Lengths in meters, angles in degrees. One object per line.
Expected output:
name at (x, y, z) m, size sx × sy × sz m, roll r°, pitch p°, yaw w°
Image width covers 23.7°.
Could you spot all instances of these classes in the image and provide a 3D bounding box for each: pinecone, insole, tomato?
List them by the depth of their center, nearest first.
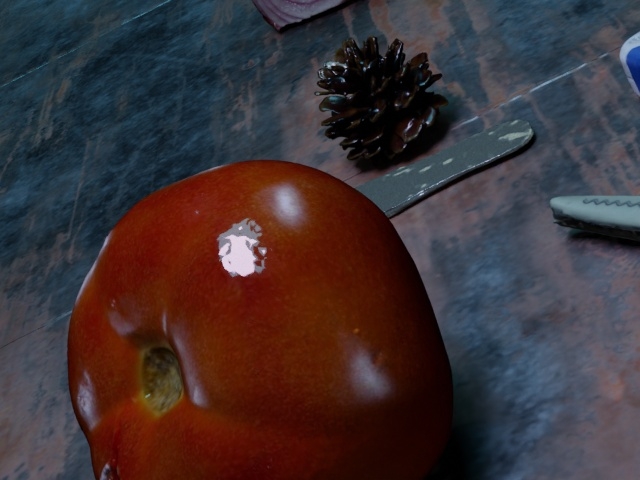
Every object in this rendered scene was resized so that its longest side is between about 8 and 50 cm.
tomato at (-0.035, 0.086, 1.083) m, size 0.226 × 0.298 × 0.298 m, roll 4°, pitch 1°, yaw -39°
insole at (0.092, -0.056, 1.481) m, size 0.248 × 0.011 × 0.081 m, roll -25°, pitch 26°, yaw 11°
pinecone at (0.057, -0.148, 1.563) m, size 0.140 × 0.121 × 0.140 m, roll -38°, pitch 23°, yaw 19°

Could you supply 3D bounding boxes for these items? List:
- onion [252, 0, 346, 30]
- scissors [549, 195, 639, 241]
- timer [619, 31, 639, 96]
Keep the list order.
onion at (-0.012, -0.430, 2.076) m, size 0.216 × 0.206 × 0.207 m, roll -20°, pitch 26°, yaw 18°
scissors at (0.284, -0.012, 1.153) m, size 0.289 × 0.041 × 0.138 m, roll 7°, pitch 50°, yaw 51°
timer at (0.402, -0.203, 1.353) m, size 0.253 × 0.078 × 0.178 m, roll -33°, pitch 24°, yaw -7°
